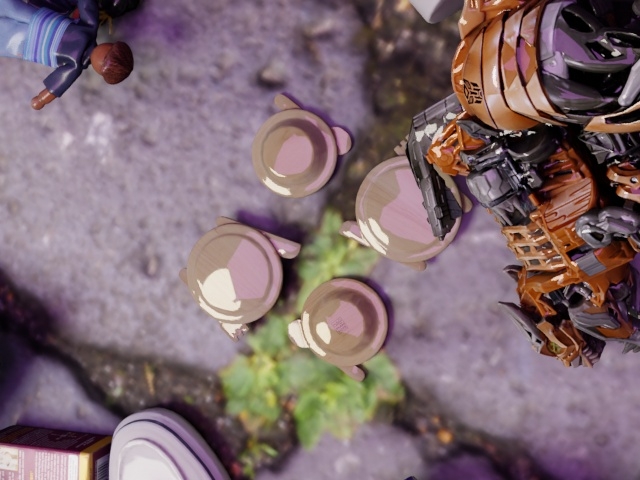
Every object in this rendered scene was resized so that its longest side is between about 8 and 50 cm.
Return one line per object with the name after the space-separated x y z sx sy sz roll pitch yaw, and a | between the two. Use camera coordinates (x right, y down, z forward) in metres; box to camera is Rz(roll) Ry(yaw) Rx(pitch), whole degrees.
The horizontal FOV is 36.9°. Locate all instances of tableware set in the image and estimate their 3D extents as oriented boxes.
0.000 0.000 0.592 0.141 0.020 0.169 31 100 9 | tableware set

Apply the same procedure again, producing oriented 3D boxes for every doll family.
-0.146 -0.176 0.595 0.111 0.076 0.193 20 104 9 | doll family

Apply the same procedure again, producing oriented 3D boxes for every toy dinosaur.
0.138 -0.079 0.457 0.218 0.164 0.322 -6 137 20 | toy dinosaur

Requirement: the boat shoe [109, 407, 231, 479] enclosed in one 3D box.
-0.085 0.219 0.602 0.083 0.076 0.226 -21 88 16 | boat shoe

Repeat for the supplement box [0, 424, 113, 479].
-0.181 0.158 0.642 0.083 0.043 0.055 4 95 15 | supplement box

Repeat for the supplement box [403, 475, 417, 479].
0.006 0.251 0.521 0.220 0.114 0.111 -39 95 -2 | supplement box

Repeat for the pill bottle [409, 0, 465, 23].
0.033 -0.206 0.527 0.094 0.094 0.169 -40 84 15 | pill bottle
